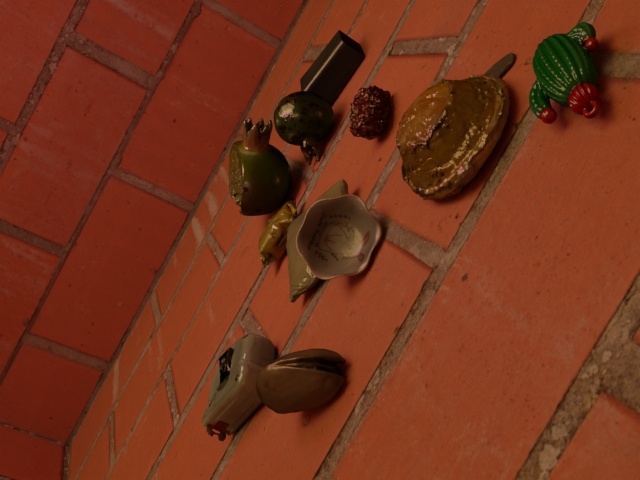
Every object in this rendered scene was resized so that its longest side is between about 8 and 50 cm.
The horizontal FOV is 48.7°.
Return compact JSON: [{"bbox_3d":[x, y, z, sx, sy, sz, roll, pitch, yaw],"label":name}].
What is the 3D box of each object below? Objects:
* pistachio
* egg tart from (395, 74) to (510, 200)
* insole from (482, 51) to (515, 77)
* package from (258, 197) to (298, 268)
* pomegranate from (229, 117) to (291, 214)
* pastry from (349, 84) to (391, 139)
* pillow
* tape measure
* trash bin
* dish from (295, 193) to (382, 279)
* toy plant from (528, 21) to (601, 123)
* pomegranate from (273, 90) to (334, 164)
[{"bbox_3d":[-0.045,0.323,1.640,0.238,0.153,0.137,-19,52,24],"label":"pistachio"},{"bbox_3d":[0.272,-0.248,1.575,0.341,0.132,0.341,-45,29,35],"label":"egg tart"},{"bbox_3d":[0.381,-0.368,1.643,0.192,0.010,0.063,-38,32,49],"label":"insole"},{"bbox_3d":[-0.136,-0.025,2.317,0.226,0.090,0.168,-53,20,18],"label":"package"},{"bbox_3d":[-0.205,-0.259,2.529,0.309,0.216,0.358,-116,34,-59],"label":"pomegranate"},{"bbox_3d":[0.146,-0.371,2.063,0.115,0.097,0.208,-41,28,36],"label":"pastry"},{"bbox_3d":[-0.001,0.000,2.002,0.281,0.076,0.274,-43,37,33],"label":"pillow"},{"bbox_3d":[-0.234,0.397,1.997,0.243,0.125,0.246,-48,26,32],"label":"tape measure"},{"bbox_3d":[0.042,-0.625,2.579,0.240,0.122,0.164,-51,23,23],"label":"trash bin"},{"bbox_3d":[0.054,-0.002,1.807,0.229,0.081,0.229,-5,75,20],"label":"dish"},{"bbox_3d":[0.447,-0.293,1.300,0.155,0.088,0.240,-30,42,51],"label":"toy plant"},{"bbox_3d":[-0.053,-0.396,2.440,0.211,0.211,0.263,-33,60,52],"label":"pomegranate"}]
